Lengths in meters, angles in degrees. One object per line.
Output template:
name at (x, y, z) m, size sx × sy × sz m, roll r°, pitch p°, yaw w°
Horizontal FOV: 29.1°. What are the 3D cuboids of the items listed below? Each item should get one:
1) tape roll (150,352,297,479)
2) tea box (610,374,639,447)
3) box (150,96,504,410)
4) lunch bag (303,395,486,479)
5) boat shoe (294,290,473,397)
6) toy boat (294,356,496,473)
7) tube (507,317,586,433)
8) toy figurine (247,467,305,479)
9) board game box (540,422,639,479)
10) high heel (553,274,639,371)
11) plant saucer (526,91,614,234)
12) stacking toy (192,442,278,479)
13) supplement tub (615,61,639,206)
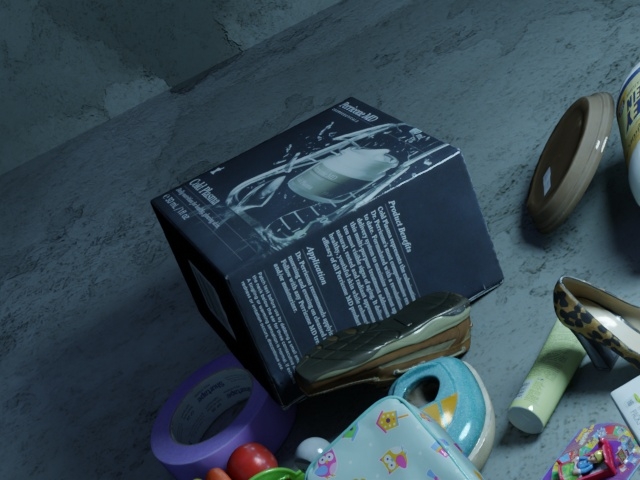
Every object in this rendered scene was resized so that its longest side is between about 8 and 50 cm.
tape roll at (-0.181, 0.335, 2.300) m, size 0.274 × 0.090 × 0.275 m, roll -28°, pitch 29°, yaw 17°
tea box at (0.573, 0.257, 1.445) m, size 0.323 × 0.220 × 0.329 m, roll -33°, pitch 29°, yaw 9°
box at (0.000, 0.000, 2.301) m, size 0.471 × 0.297 × 0.480 m, roll -27°, pitch 26°, yaw -14°
lunch bag at (0.118, 0.378, 1.767) m, size 0.224 × 0.108 × 0.279 m, roll -45°, pitch 58°, yaw 6°
boat shoe at (0.120, 0.197, 2.072) m, size 0.324 × 0.120 × 0.122 m, roll -22°, pitch 21°, yaw -14°
toy boat at (0.120, 0.311, 1.940) m, size 0.318 × 0.148 × 0.267 m, roll -31°, pitch 29°, yaw 10°
tube at (0.370, 0.198, 1.936) m, size 0.070 × 0.062 × 0.240 m, roll 29°, pitch 53°, yaw 12°
toy figurine at (-0.034, 0.455, 1.972) m, size 0.173 × 0.130 × 0.159 m, roll -19°, pitch 38°, yaw -20°
board game box at (0.382, 0.316, 1.764) m, size 0.169 × 0.033 × 0.133 m, roll -47°, pitch 30°, yaw -19°
high heel at (0.470, 0.118, 1.799) m, size 0.261 × 0.186 × 0.093 m, roll -6°, pitch 40°, yaw 43°
plant saucer at (0.442, -0.144, 2.217) m, size 0.278 × 0.041 × 0.278 m, roll -157°, pitch 90°, yaw -83°
stacking toy at (-0.213, 0.465, 2.106) m, size 0.330 × 0.141 × 0.141 m, roll -39°, pitch 28°, yaw -12°
supplement tub at (0.610, -0.155, 2.009) m, size 0.228 × 0.228 × 0.316 m, roll -24°, pitch 31°, yaw 22°
